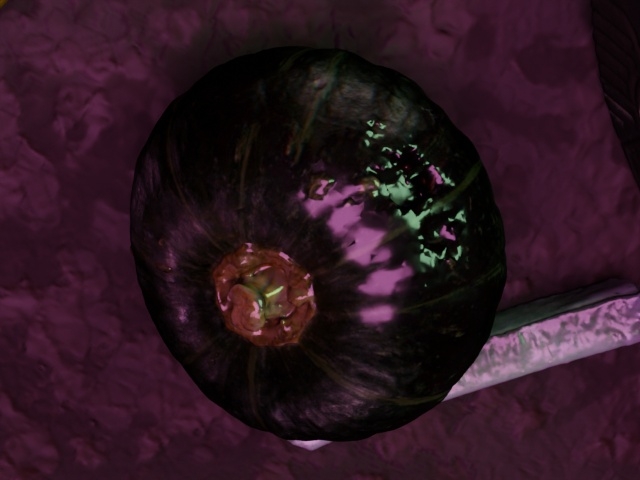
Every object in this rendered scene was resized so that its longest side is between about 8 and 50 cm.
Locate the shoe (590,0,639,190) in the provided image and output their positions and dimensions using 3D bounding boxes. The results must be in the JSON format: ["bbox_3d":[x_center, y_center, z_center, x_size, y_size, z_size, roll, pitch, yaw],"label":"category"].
[{"bbox_3d":[0.242,-0.033,0.818,0.149,0.109,0.293,-21,109,1],"label":"shoe"}]

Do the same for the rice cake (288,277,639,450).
[{"bbox_3d":[0.074,0.066,0.871,0.211,0.043,0.034,-18,102,3],"label":"rice cake"}]

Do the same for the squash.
[{"bbox_3d":[-0.003,0.002,0.795,0.193,0.156,0.193,4,126,5],"label":"squash"}]

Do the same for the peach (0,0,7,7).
[{"bbox_3d":[-0.205,-0.155,0.756,0.138,0.138,0.138,0,107,-1],"label":"peach"}]
